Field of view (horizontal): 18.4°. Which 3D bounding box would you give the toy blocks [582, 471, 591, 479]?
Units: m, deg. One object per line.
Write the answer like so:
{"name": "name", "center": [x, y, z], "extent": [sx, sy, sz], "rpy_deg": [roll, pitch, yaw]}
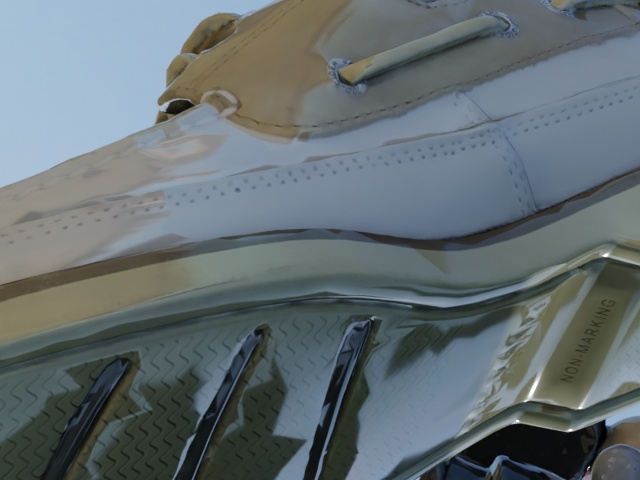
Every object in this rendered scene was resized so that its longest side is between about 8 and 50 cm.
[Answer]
{"name": "toy blocks", "center": [0.192, 0.173, 1.117], "extent": [0.260, 0.288, 0.309], "rpy_deg": [-38, -161, 33]}

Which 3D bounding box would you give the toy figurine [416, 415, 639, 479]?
{"name": "toy figurine", "center": [0.106, 0.105, 0.815], "extent": [0.213, 0.148, 0.209], "rpy_deg": [115, -1, -54]}

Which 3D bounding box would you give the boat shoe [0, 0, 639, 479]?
{"name": "boat shoe", "center": [0.000, 0.000, 0.476], "extent": [0.103, 0.302, 0.113], "rpy_deg": [55, -42, 29]}
